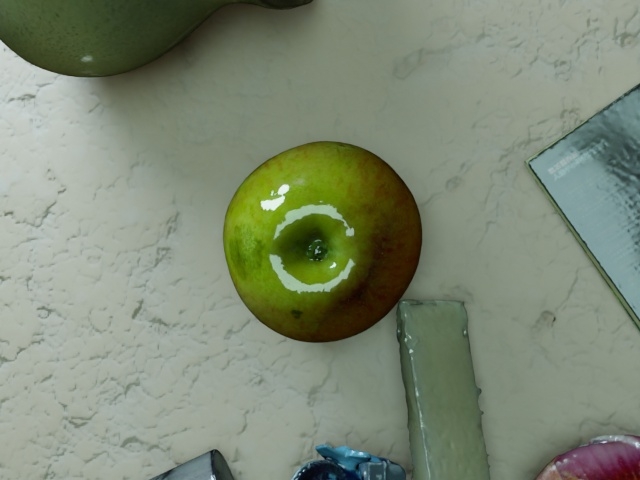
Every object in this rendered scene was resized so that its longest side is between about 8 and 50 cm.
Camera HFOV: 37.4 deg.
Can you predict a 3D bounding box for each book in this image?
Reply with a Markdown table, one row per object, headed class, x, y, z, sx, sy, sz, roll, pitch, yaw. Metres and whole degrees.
| class | x | y | z | sx | sy | sz | roll | pitch | yaw |
| --- | --- | --- | --- | --- | --- | --- | --- | --- | --- |
| book | 0.330 | -0.029 | 0.933 | 0.160 | 0.024 | 0.228 | -34 | 82 | 3 |

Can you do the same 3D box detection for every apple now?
| class | x | y | z | sx | sy | sz | roll | pitch | yaw |
| --- | --- | --- | --- | --- | --- | --- | --- | --- | --- |
| apple | 0.000 | 0.000 | 0.897 | 0.196 | 0.196 | 0.196 | -1 | 85 | 7 |

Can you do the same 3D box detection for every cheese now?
| class | x | y | z | sx | sy | sz | roll | pitch | yaw |
| --- | --- | --- | --- | --- | --- | --- | --- | --- | --- |
| cheese | 0.127 | 0.248 | 0.874 | 0.085 | 0.034 | 0.400 | 7 | 67 | -31 |

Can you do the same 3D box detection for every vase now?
| class | x | y | z | sx | sy | sz | roll | pitch | yaw |
| --- | --- | --- | --- | --- | --- | --- | --- | --- | --- |
| vase | -0.174 | -0.279 | 0.868 | 0.302 | 0.329 | 0.241 | -7 | 101 | 7 |

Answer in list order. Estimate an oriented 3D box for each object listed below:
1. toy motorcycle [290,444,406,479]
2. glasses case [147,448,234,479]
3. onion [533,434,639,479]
| class | x | y | z | sx | sy | sz | roll | pitch | yaw |
| --- | --- | --- | --- | --- | --- | --- | --- | --- | --- |
| toy motorcycle | 0.047 | 0.330 | 0.882 | 0.182 | 0.123 | 0.272 | 9 | 70 | -31 |
| glasses case | -0.221 | 0.318 | 0.938 | 0.299 | 0.060 | 0.114 | -26 | 46 | 5 |
| onion | 0.283 | 0.289 | 0.843 | 0.230 | 0.163 | 0.230 | -1 | 78 | 3 |
